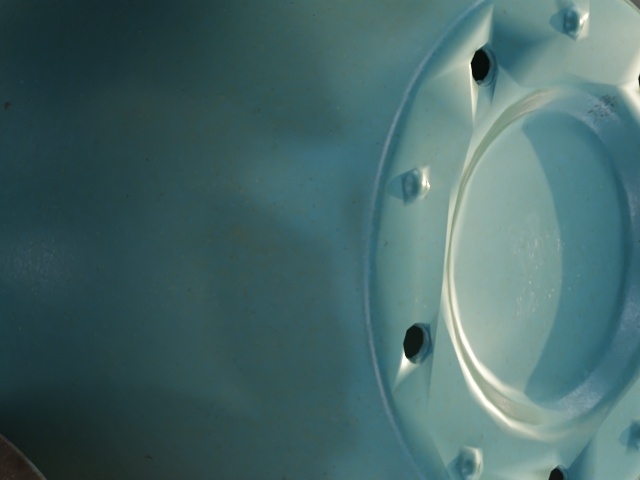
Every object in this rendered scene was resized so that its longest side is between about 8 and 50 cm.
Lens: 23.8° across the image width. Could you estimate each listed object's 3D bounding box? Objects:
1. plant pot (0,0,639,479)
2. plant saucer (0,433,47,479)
[{"bbox_3d":[0.000,0.000,0.564,0.293,0.235,0.293,-4,96,-44],"label":"plant pot"},{"bbox_3d":[-0.091,0.156,0.485,0.036,0.198,0.199,-22,112,-29],"label":"plant saucer"}]
